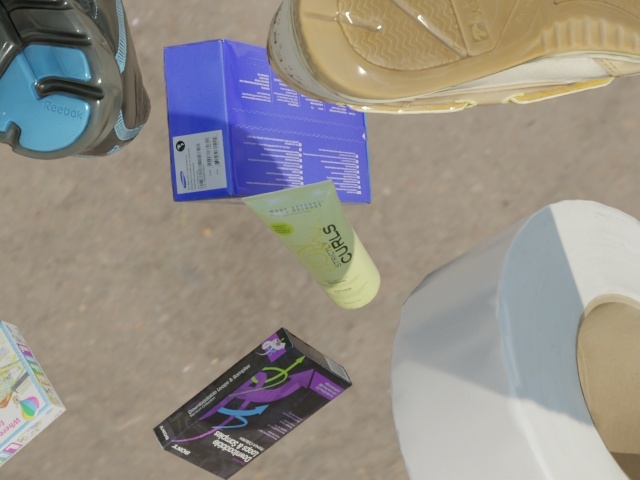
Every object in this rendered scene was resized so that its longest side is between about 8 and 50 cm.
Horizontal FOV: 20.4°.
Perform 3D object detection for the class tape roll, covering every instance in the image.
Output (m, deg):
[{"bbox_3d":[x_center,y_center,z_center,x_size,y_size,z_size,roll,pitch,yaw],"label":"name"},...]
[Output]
[{"bbox_3d":[0.178,0.121,1.145,0.286,0.100,0.286,27,47,-34],"label":"tape roll"}]

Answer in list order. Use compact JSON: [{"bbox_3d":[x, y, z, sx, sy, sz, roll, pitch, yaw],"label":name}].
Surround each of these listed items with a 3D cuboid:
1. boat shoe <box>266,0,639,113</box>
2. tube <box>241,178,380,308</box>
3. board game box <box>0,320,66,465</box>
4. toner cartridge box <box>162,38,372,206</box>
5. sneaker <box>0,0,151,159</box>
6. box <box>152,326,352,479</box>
[{"bbox_3d":[0.063,-0.071,0.494,0.170,0.059,0.063,-10,90,-23],"label":"boat shoe"},{"bbox_3d":[0.000,0.000,1.803,0.062,0.240,0.070,39,82,29],"label":"tube"},{"bbox_3d":[-0.320,0.163,1.642,0.103,0.154,0.026,55,11,26],"label":"board game box"},{"bbox_3d":[-0.051,-0.121,1.956,0.348,0.075,0.165,1,85,-64],"label":"toner cartridge box"},{"bbox_3d":[-0.225,-0.207,1.244,0.341,0.125,0.139,68,15,7],"label":"sneaker"},{"bbox_3d":[-0.063,0.157,1.677,0.116,0.162,0.029,36,20,-52],"label":"box"}]
